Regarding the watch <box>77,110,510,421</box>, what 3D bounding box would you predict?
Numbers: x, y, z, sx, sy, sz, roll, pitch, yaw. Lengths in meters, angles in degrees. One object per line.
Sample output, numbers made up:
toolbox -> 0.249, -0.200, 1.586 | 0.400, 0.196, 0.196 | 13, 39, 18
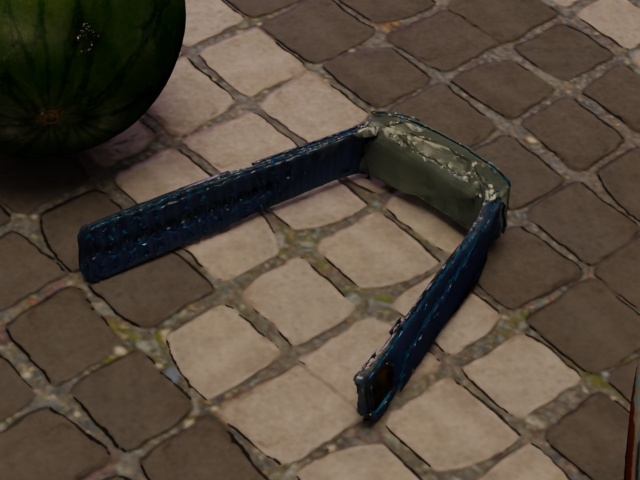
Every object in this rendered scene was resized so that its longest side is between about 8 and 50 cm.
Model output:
watch -> -0.007, -0.009, 1.307 | 0.276, 0.068, 0.274 | 27, 52, 19

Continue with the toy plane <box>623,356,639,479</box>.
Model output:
toy plane -> 0.203, 0.231, 1.032 | 0.222, 0.104, 0.326 | 6, 60, -1

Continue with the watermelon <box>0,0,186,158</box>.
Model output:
watermelon -> -0.231, -0.187, 1.332 | 0.242, 0.242, 0.242 | 3, 44, -3
